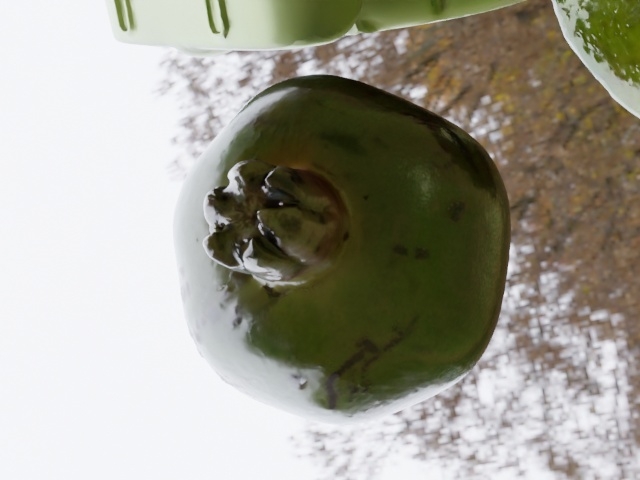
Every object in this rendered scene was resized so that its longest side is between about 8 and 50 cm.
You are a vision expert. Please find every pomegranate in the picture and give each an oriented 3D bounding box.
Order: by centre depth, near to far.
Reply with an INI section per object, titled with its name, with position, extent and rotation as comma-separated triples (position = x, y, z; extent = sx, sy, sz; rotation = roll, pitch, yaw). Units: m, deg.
[pomegranate]
position = 0.000, 0.000, 0.586
extent = 0.210, 0.180, 0.180
rotation = 20, -120, -65

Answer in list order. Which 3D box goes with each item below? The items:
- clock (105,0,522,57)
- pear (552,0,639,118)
[clock]
position = 0.037, -0.217, 0.855
extent = 0.348, 0.286, 0.117
rotation = -18, -71, -30
[pear]
position = 0.249, -0.177, 0.675
extent = 0.288, 0.239, 0.139
rotation = 55, 175, -3
